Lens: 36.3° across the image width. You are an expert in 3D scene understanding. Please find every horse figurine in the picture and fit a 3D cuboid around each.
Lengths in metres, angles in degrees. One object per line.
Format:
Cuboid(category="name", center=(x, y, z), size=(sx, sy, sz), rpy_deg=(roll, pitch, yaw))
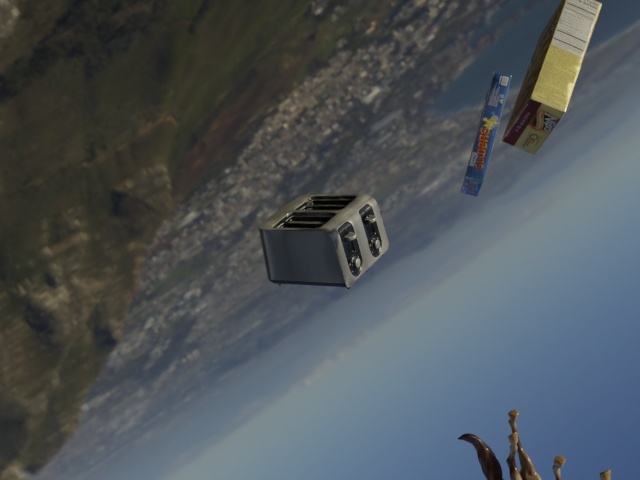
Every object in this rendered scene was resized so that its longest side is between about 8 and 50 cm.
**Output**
Cuboid(category="horse figurine", center=(0.280, 0.324, 1.222), size=(0.066, 0.174, 0.263), rpy_deg=(-17, -158, -26))

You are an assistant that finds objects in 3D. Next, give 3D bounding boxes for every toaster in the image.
Cuboid(category="toaster", center=(0.000, 0.000, 1.638), size=(0.185, 0.110, 0.168), rpy_deg=(1, -156, 31))

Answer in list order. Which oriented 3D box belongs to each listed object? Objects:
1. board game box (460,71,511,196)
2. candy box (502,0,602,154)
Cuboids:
Cuboid(category="board game box", center=(0.304, -0.193, 1.797), size=(0.136, 0.035, 0.201), rpy_deg=(69, 36, -79))
Cuboid(category="candy box", center=(0.504, -0.366, 2.129), size=(0.183, 0.087, 0.316), rpy_deg=(113, 0, -64))
